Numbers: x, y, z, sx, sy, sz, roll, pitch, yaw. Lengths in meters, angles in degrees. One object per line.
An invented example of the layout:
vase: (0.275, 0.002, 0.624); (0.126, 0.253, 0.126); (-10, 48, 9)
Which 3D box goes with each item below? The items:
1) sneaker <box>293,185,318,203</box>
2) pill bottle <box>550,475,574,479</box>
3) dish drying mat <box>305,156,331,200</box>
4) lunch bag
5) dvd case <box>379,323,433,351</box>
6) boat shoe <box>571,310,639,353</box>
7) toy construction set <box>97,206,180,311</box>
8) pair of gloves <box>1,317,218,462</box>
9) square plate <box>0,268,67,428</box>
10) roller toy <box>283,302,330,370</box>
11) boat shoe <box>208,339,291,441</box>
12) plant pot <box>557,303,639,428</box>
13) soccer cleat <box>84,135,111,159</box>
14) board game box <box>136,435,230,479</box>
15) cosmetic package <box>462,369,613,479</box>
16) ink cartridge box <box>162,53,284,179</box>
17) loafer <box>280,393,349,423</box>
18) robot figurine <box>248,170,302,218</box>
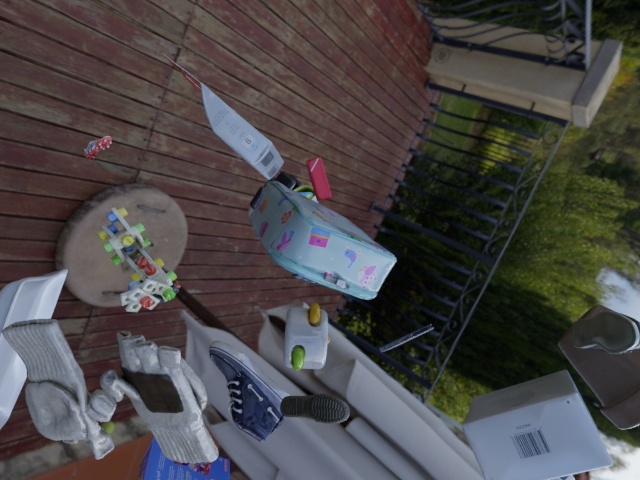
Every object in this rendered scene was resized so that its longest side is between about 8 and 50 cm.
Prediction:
sneaker: (-0.075, -0.060, 1.574); (0.208, 0.127, 0.318); (84, 9, -59)
pill bottle: (0.525, 0.557, 1.017); (0.108, 0.180, 0.107); (-24, 143, -20)
dish drying mat: (-0.003, -0.122, 0.857); (0.032, 0.008, 0.083); (-18, 104, -6)
lunch bag: (0.000, 0.000, 0.794); (0.224, 0.279, 0.107); (26, 101, -29)
dvd case: (0.267, 0.301, 1.329); (0.165, 0.018, 0.221); (-26, 163, 6)
boat shoe: (0.588, 0.186, 0.866); (0.227, 0.069, 0.081); (65, 29, -77)
toy construction set: (-0.511, 0.073, 1.232); (0.151, 0.327, 0.214); (-24, 145, -18)
pair of gloves: (-0.252, 0.190, 0.514); (0.042, 0.241, 0.203); (-67, 157, -62)
square plate: (-0.575, 0.216, 0.785); (0.049, 0.347, 0.343); (21, 82, -19)
roller toy: (-0.042, 0.313, 1.397); (0.191, 0.147, 0.209); (106, -12, -73)
boat shoe: (-0.248, 0.474, 1.355); (0.158, 0.341, 0.127); (-50, 178, -39)
plant pot: (0.738, 0.291, 1.080); (0.263, 0.229, 0.263); (-35, 152, -21)
soccer cleat: (-0.523, -0.224, 1.012); (0.083, 0.035, 0.029); (-34, 164, 20)
board game box: (-0.345, 0.659, 1.072); (0.234, 0.347, 0.078); (27, 95, -16)
cosmetic package: (0.441, 0.387, 0.903); (0.224, 0.138, 0.225); (-27, 166, 22)
ink cartridge box: (-0.292, -0.349, 1.291); (0.091, 0.385, 0.308); (-51, 179, 2)
loafer: (-0.008, 0.339, 0.879); (0.050, 0.148, 0.056); (42, 51, -59)
robot figurine: (-0.206, -0.175, 1.953); (0.209, 0.173, 0.278); (33, 104, -20)
